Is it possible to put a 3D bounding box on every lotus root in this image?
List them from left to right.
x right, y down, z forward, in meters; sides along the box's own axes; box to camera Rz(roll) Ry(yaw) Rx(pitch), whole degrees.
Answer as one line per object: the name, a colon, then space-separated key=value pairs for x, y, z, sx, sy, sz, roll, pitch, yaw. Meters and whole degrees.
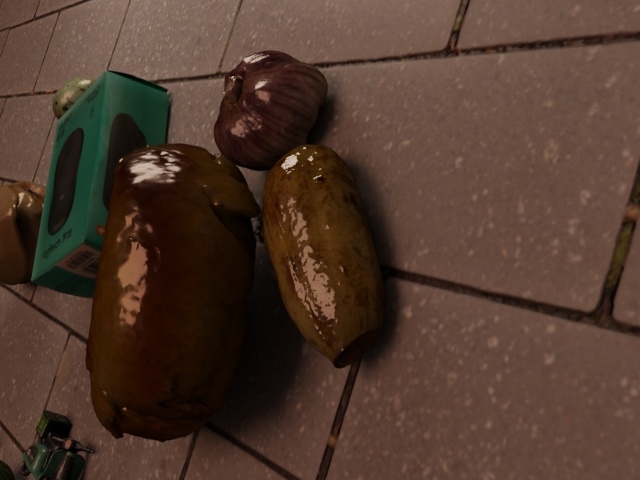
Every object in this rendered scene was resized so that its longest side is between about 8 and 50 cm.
lotus root: x=0.000 y=0.000 z=0.817 sx=0.110 sy=0.097 sz=0.258 roll=-43 pitch=47 yaw=30

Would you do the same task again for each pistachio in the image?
pistachio: x=-0.573 y=-0.012 z=1.549 sx=0.293 sy=0.162 sz=0.181 roll=-26 pitch=80 yaw=45

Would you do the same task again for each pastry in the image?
pastry: x=-0.171 y=0.054 z=0.933 sx=0.356 sy=0.164 sz=0.356 roll=-173 pitch=90 yaw=-74

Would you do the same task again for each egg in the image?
egg: x=-0.460 y=-0.265 z=1.581 sx=0.110 sy=0.085 sz=0.085 roll=-46 pitch=41 yaw=21

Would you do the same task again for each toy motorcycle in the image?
toy motorcycle: x=-0.390 y=0.323 z=1.224 sx=0.173 sy=0.058 sz=0.100 roll=20 pitch=85 yaw=57

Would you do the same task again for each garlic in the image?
garlic: x=-0.069 y=-0.154 z=0.977 sx=0.159 sy=0.102 sz=0.147 roll=-12 pitch=66 yaw=52

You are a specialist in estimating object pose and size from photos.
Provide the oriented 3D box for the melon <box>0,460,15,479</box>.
melon: x=-0.565 y=0.434 z=1.358 sx=0.167 sy=0.114 sz=0.114 roll=-62 pitch=35 yaw=8

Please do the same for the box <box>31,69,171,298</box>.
box: x=-0.346 y=-0.087 z=1.311 sx=0.205 sy=0.118 sz=0.311 roll=-25 pitch=55 yaw=44
